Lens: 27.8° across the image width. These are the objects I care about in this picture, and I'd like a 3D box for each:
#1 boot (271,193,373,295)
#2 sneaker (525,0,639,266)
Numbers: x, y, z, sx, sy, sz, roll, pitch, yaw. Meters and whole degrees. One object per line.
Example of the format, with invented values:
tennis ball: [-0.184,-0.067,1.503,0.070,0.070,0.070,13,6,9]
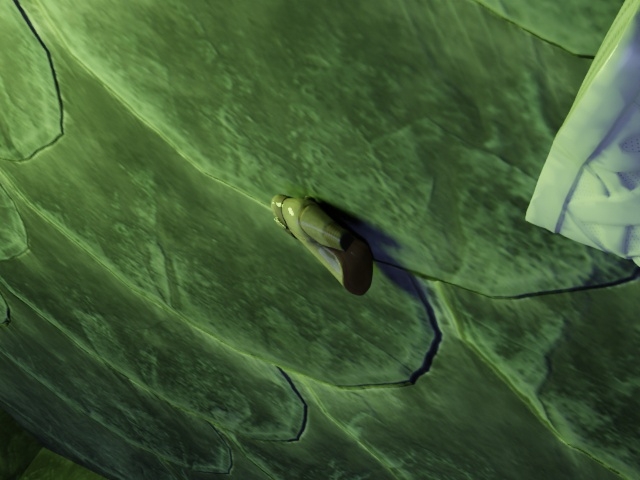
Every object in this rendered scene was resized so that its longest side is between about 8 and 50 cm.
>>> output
boot: [0.000,0.000,1.228,0.087,0.042,0.118,28,156,31]
sneaker: [0.225,-0.049,0.754,0.169,0.108,0.292,28,166,11]
